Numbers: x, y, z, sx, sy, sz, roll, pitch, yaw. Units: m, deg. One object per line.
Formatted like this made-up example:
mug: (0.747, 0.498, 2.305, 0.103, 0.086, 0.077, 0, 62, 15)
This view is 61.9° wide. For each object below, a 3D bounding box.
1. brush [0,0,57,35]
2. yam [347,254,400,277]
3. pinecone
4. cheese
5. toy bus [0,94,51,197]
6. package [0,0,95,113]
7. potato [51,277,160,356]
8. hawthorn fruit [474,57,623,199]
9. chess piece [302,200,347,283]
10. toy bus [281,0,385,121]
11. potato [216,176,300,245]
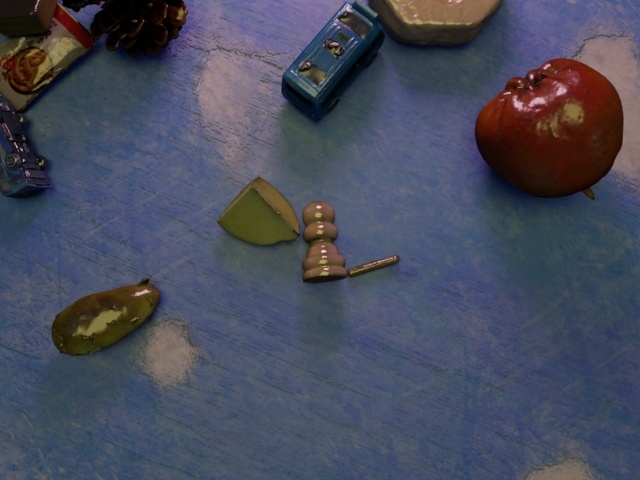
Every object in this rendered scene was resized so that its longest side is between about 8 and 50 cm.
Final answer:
brush: (-0.651, -0.552, 1.178, 0.123, 0.059, 0.197, 1, 75, 7)
yam: (0.115, 0.054, 1.145, 0.116, 0.021, 0.021, -17, 83, -2)
pinecone: (-0.422, -0.517, 1.085, 0.247, 0.292, 0.246, -7, 76, 30)
cheese: (0.253, -0.587, 1.185, 0.318, 0.115, 0.326, -44, 86, -5)
toy bus: (-0.665, -0.200, 1.136, 0.094, 0.079, 0.236, -29, 84, 20)
package: (-0.629, -0.411, 1.188, 0.239, 0.030, 0.154, -43, 83, -5)
potato: (-0.434, 0.156, 1.088, 0.226, 0.090, 0.117, -27, 78, -11)
hawthorn fruit: (0.475, -0.199, 1.079, 0.277, 0.277, 0.298, -39, 104, -6)
chess piece: (0.000, 0.000, 1.118, 0.094, 0.094, 0.170, -7, 79, -2)
toy bus: (0.029, -0.389, 1.145, 0.114, 0.134, 0.246, 39, 85, 4)
potato: (-0.127, -0.044, 1.143, 0.120, 0.081, 0.149, -38, 103, 24)
